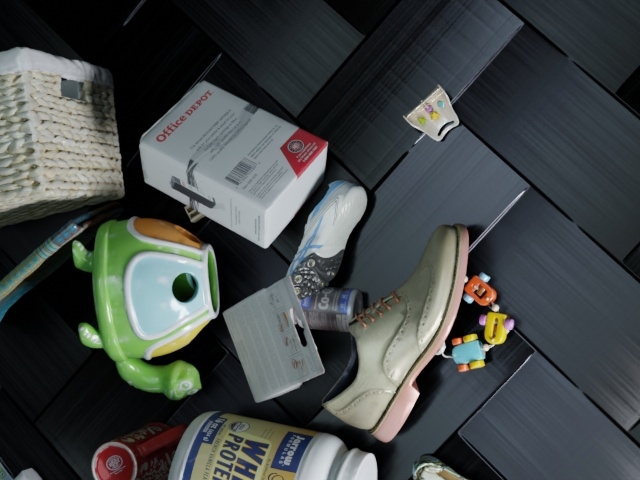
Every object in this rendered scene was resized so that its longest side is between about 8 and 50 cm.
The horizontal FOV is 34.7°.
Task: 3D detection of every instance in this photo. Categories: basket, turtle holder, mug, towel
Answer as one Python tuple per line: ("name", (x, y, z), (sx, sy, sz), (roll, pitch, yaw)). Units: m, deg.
("basket", (-0.573, -0.178, 1.896), (0.331, 0.328, 0.266), (-13, 88, 16))
("turtle holder", (-0.301, 0.115, 1.837), (0.228, 0.243, 0.320), (-5, 71, 2))
("mug", (-0.328, 0.384, 1.870), (0.113, 0.169, 0.150), (29, 97, 17))
("towel", (-0.539, 0.067, 1.904), (0.370, 0.271, 0.040), (-39, 94, 11))

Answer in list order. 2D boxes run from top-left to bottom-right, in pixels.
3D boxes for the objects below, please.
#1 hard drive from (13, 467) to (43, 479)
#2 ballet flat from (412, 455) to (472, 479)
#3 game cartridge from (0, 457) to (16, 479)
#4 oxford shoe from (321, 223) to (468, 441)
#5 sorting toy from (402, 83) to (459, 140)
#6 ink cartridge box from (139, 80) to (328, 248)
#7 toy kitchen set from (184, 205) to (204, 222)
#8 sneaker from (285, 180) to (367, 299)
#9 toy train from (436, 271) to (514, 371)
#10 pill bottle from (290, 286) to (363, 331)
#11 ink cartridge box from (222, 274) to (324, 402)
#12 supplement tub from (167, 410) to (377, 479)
("hard drive", (-0.622, 0.653, 2.016), (0.353, 0.047, 0.233), (-45, 76, 11))
("ballet flat", (0.236, 0.433, 1.744), (0.188, 0.070, 0.070), (25, 95, 17))
("game cartridge", (-0.649, 0.466, 2.049), (0.056, 0.017, 0.083), (-47, 75, 14))
("oxford shoe", (0.130, 0.142, 1.730), (0.147, 0.140, 0.397), (22, 94, -7))
("sorting toy", (0.201, -0.217, 1.798), (0.083, 0.045, 0.075), (-41, 84, 11))
("ink cartridge box", (-0.154, -0.140, 1.819), (0.273, 0.114, 0.197), (29, 56, 16))
("toy kitchen set", (-0.219, -0.054, 1.899), (0.075, 0.083, 0.068), (-32, 78, 14))
("sneaker", (0.000, 0.000, 1.813), (0.086, 0.085, 0.237), (14, 68, 47))
("toy train", (0.266, 0.143, 1.760), (0.125, 0.046, 0.166), (39, 104, 30))
("pill bottle", (0.002, 0.120, 1.825), (0.137, 0.078, 0.078), (3, 88, 17))
("ink cartridge box", (-0.070, 0.172, 1.802), (0.225, 0.056, 0.181), (-31, 77, 46))
("supplement tub", (-0.079, 0.429, 1.758), (0.316, 0.228, 0.228), (8, 90, 18))
